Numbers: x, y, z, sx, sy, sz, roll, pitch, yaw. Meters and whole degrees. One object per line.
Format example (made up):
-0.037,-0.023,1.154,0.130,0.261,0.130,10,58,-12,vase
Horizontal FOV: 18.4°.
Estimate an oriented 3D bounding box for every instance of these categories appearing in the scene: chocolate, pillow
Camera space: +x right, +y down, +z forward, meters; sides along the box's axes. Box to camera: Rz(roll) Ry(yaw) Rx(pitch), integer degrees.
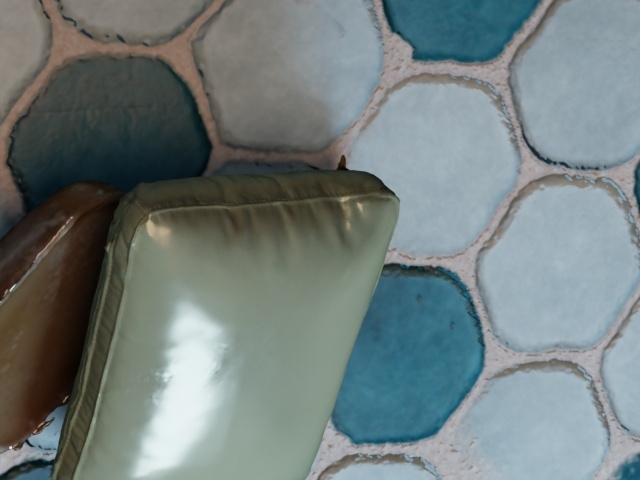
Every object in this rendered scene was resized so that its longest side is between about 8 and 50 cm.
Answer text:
-0.237,0.054,1.591,0.261,0.083,0.161,-48,147,-5,chocolate
-0.083,0.088,1.604,0.255,0.120,0.322,-5,126,-31,pillow

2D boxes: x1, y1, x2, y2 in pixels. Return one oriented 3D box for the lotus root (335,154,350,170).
0.000,0.000,1.689,0.072,0.063,0.152,6,102,-51,lotus root
